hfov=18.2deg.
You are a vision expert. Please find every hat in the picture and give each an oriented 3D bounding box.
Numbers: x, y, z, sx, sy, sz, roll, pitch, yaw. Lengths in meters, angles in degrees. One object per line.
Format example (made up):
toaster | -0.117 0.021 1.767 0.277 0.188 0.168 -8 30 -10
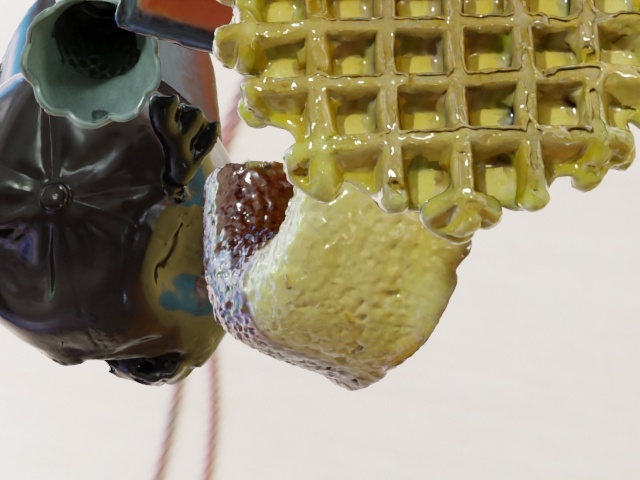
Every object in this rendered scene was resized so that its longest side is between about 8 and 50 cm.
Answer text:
hat | -0.179 -0.073 1.447 0.238 0.209 0.336 -11 68 7

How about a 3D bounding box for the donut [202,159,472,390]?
donut | 0.002 0.000 1.047 0.217 0.085 0.141 -36 45 56

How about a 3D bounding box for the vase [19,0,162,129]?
vase | -0.132 -0.130 1.188 0.081 0.081 0.149 -37 21 13

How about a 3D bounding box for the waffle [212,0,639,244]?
waffle | 0.051 -0.082 0.791 0.191 0.038 0.191 1 64 -2

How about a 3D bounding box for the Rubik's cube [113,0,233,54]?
Rubik's cube | 0.075 -0.249 1.088 0.288 0.283 0.293 -67 -3 -56
